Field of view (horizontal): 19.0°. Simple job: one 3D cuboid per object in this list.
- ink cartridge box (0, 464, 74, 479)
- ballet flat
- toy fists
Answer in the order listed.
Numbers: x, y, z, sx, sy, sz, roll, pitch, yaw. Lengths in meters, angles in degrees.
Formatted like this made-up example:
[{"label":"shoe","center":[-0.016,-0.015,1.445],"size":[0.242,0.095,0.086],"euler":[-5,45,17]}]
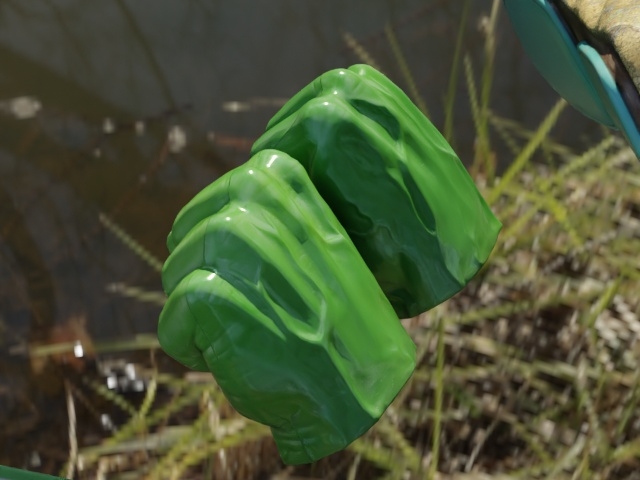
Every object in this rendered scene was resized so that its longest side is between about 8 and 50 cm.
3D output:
[{"label":"ink cartridge box","center":[-0.214,0.194,0.724],"size":[0.289,0.211,0.122],"euler":[-31,61,26]},{"label":"ballet flat","center":[0.197,-0.121,1.145],"size":[0.123,0.348,0.123],"euler":[-1,105,-4]},{"label":"toy fists","center":[0.000,0.000,1.059],"size":[0.142,0.096,0.279],"euler":[57,36,-13]}]
